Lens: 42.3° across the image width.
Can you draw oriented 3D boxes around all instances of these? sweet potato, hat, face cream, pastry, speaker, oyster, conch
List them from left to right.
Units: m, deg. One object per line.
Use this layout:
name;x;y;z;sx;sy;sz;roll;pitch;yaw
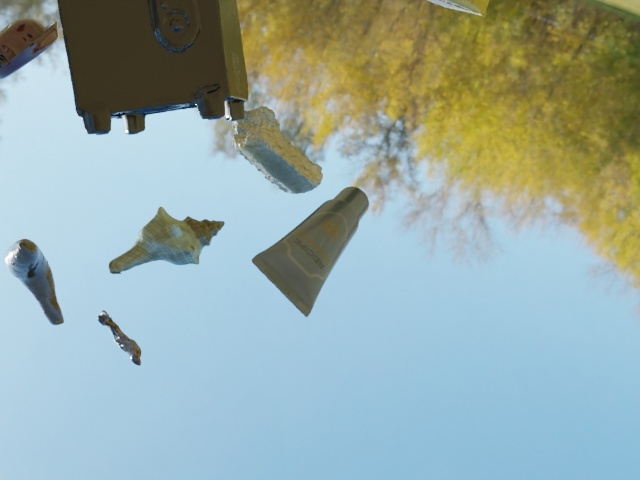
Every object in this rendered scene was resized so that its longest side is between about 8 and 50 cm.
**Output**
hat;-0.694;-0.452;1.902;0.089;0.205;0.205;54;-174;-24
sweet potato;-0.627;0.073;1.799;0.079;0.346;0.108;-22;-120;-14
oyster;-0.398;0.191;1.644;0.132;0.029;0.086;40;168;44
speaker;-0.241;-0.290;1.211;0.232;0.254;0.184;-6;-174;7
conch;-0.315;-0.013;1.711;0.233;0.114;0.137;2;-138;-12
pastry;-0.098;-0.193;1.845;0.258;0.121;0.089;45;-143;-45
face cream;0.000;0.000;1.548;0.135;0.086;0.385;46;-146;-3

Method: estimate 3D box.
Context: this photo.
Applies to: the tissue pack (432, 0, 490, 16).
tissue pack;0.309;-0.771;1.991;0.293;0.382;0.228;11;-162;-28
